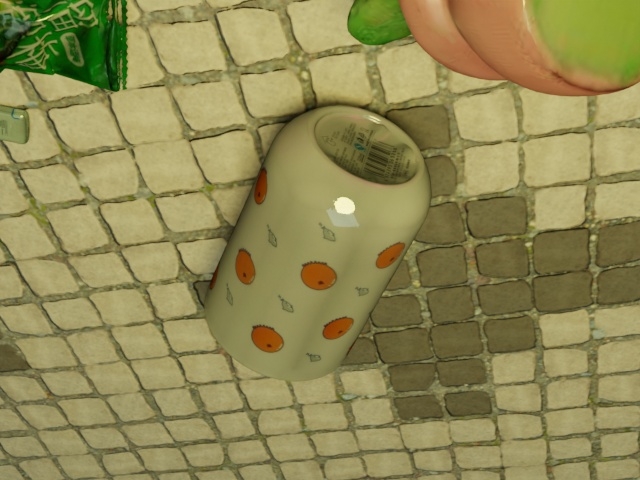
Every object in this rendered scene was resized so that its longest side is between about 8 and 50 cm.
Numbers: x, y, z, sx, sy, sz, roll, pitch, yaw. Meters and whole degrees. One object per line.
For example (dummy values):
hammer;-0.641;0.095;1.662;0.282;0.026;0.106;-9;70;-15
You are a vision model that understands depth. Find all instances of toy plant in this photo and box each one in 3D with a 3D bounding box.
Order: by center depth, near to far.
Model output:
toy plant;0.162;-0.231;0.771;0.210;0.356;0.317;-48;123;-7

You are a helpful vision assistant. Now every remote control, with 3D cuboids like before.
remote control;-0.431;-0.154;1.091;0.124;0.018;0.053;10;134;-6

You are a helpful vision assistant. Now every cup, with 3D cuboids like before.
cup;0.000;0.000;1.081;0.212;0.212;0.317;17;131;-13

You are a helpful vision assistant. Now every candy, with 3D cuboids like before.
candy;-0.318;-0.235;0.972;0.203;0.078;0.141;-2;145;-10
